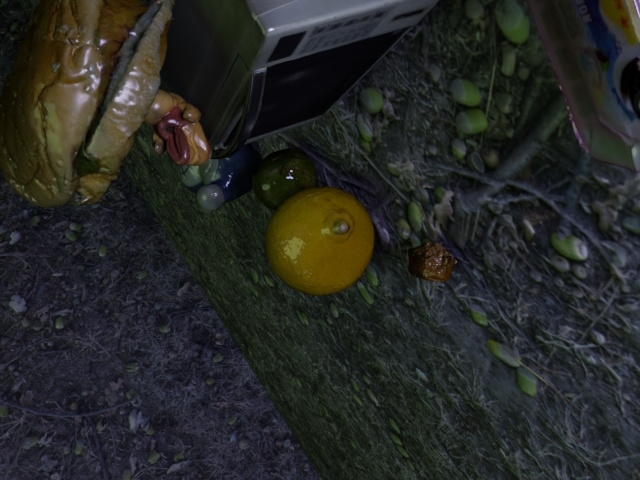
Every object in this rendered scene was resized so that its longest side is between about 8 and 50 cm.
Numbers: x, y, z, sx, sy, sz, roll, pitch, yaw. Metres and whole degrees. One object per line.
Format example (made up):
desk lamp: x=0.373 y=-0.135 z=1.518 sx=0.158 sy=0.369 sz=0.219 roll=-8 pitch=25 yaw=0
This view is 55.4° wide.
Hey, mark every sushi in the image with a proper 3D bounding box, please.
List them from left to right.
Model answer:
sushi: x=0.162 y=0.028 z=0.899 sx=0.118 sy=0.061 sz=0.060 roll=14 pitch=98 yaw=59

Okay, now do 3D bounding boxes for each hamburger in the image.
hamburger: x=-0.265 y=-0.172 z=0.662 sx=0.134 sy=0.265 sz=0.285 roll=21 pitch=152 yaw=-26

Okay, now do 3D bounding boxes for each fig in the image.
fig: x=-0.055 y=-0.092 z=1.138 sx=0.123 sy=0.123 sz=0.156 roll=31 pitch=155 yaw=50

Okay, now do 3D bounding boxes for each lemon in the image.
lemon: x=0.000 y=0.000 z=1.044 sx=0.187 sy=0.187 sz=0.244 roll=55 pitch=156 yaw=10

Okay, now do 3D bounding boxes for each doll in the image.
doll: x=-0.250 y=-0.186 z=1.398 sx=0.258 sy=0.154 sz=0.228 roll=28 pitch=110 yaw=42

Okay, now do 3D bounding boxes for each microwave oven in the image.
microwave oven: x=-0.078 y=-0.307 z=0.731 sx=0.333 sy=0.247 sz=0.394 roll=61 pitch=158 yaw=-2

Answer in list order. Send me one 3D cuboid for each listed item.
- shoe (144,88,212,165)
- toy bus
shoe: x=-0.176 y=-0.139 z=0.738 sx=0.069 sy=0.072 sz=0.109 roll=-56 pitch=-51 yaw=-70
toy bus: x=0.220 y=-0.184 z=0.454 sx=0.274 sy=0.090 sz=0.112 roll=64 pitch=165 yaw=-12
